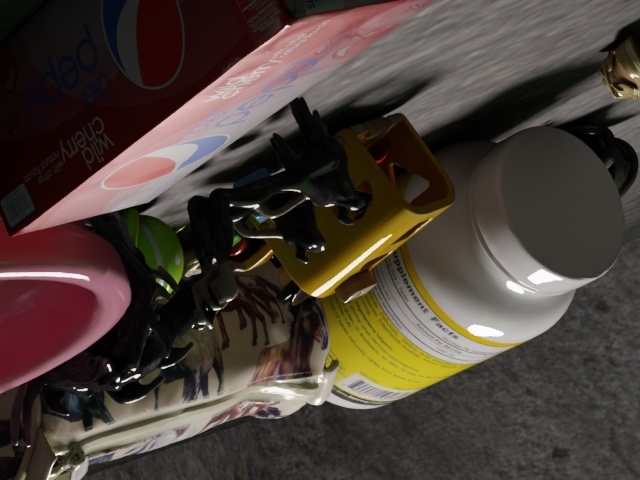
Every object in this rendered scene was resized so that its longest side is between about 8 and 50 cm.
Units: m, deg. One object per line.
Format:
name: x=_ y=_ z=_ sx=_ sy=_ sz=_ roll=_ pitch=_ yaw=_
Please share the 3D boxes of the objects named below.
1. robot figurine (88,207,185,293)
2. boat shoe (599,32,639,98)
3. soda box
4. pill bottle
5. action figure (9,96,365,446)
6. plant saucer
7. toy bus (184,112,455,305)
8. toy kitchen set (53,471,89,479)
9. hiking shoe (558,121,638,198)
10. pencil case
robot figurine: x=-0.153 y=0.020 z=1.477 sx=0.115 sy=0.067 sz=0.101 roll=-18 pitch=140 yaw=-27
boat shoe: x=0.250 y=-0.134 z=1.606 sx=0.045 sy=0.050 sz=0.135 roll=-29 pitch=171 yaw=11
soda box: x=-0.064 y=-0.089 z=0.903 sx=0.092 sy=0.083 sz=0.263 roll=-16 pitch=171 yaw=-38
pill bottle: x=0.112 y=0.022 z=1.795 sx=0.188 sy=0.188 sz=0.334 roll=-16 pitch=170 yaw=-40
action figure: x=-0.114 y=0.015 z=1.306 sx=0.275 sy=0.141 sz=0.164 roll=-36 pitch=179 yaw=-18
plant saucer: x=-0.275 y=0.041 z=1.105 sx=0.332 sy=0.084 sz=0.332 roll=-16 pitch=165 yaw=-4
toy bus: x=0.005 y=-0.006 z=1.499 sx=0.191 sy=0.104 sz=0.202 roll=-33 pitch=171 yaw=-13
toy kitchen set: x=-0.290 y=0.239 z=2.271 sx=0.122 sy=0.207 sz=0.166 roll=-21 pitch=153 yaw=-12
hiking shoe: x=0.262 y=-0.070 z=1.963 sx=0.227 sy=0.086 sz=0.114 roll=-13 pitch=172 yaw=-46
pencil case: x=-0.156 y=0.107 z=1.635 sx=0.410 sy=0.183 sz=0.160 roll=-11 pitch=144 yaw=-53
